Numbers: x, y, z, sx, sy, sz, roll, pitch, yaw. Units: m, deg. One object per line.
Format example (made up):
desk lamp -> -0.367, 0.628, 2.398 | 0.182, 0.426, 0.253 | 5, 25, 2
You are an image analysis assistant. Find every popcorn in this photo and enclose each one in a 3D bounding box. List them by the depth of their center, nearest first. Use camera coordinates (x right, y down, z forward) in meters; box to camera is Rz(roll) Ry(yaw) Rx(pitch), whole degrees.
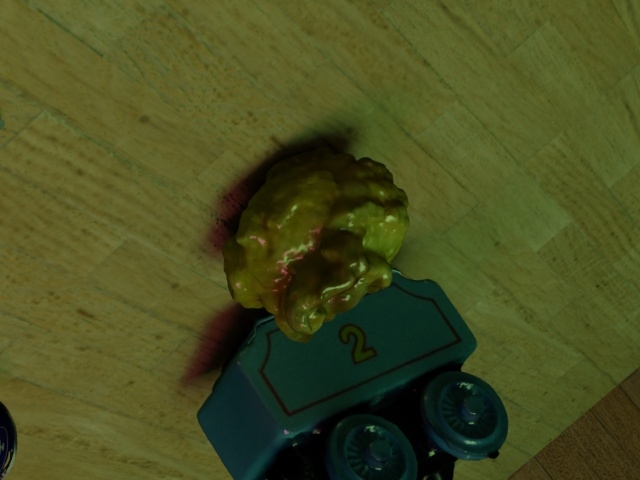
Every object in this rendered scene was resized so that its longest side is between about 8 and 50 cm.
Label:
popcorn -> 0.003, 0.005, 1.747 | 0.197, 0.155, 0.197 | -44, 163, -17

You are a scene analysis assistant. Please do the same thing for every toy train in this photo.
toy train -> 0.034, 0.185, 1.958 | 0.300, 0.265, 0.188 | -21, 160, -36

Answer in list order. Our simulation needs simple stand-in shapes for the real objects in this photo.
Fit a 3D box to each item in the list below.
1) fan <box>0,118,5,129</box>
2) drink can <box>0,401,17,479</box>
fan -> -0.329, -0.084, 1.313 | 0.131, 0.009, 0.240 | -47, 154, 20
drink can -> -0.383, 0.182, 1.594 | 0.097, 0.097, 0.235 | -47, 155, 19
